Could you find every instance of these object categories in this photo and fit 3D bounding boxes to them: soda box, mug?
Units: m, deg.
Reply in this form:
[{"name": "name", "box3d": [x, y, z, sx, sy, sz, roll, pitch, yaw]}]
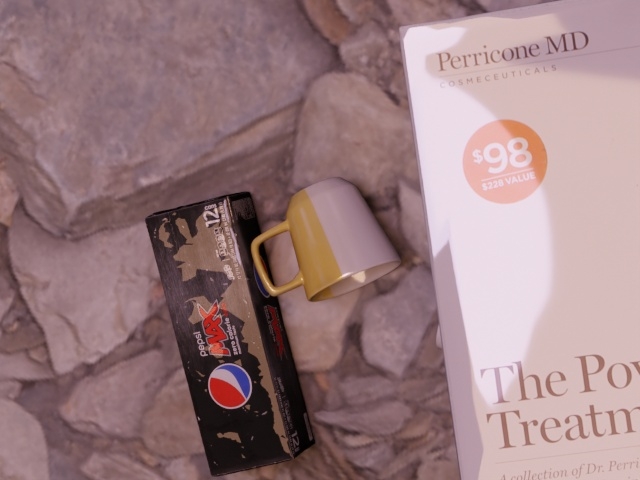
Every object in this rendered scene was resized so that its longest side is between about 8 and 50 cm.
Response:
[{"name": "soda box", "box3d": [-0.056, 0.057, 1.234, 0.060, 0.053, 0.168, -14, 91, 16]}, {"name": "mug", "box3d": [0.003, -0.002, 1.206, 0.062, 0.078, 0.064, -34, 76, 51]}]

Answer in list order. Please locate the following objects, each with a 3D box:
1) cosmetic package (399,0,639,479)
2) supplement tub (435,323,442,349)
[{"name": "cosmetic package", "box3d": [0.249, -0.003, 1.074, 0.377, 0.097, 0.284, -9, 85, 9]}, {"name": "supplement tub", "box3d": [0.130, 0.050, 1.176, 0.107, 0.071, 0.071, 20, 100, 12]}]
